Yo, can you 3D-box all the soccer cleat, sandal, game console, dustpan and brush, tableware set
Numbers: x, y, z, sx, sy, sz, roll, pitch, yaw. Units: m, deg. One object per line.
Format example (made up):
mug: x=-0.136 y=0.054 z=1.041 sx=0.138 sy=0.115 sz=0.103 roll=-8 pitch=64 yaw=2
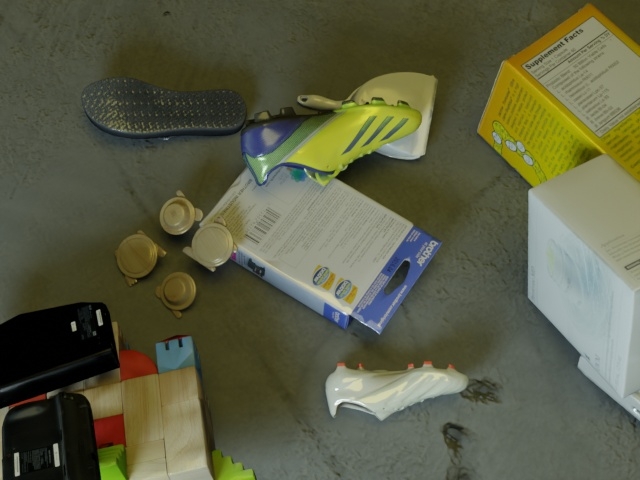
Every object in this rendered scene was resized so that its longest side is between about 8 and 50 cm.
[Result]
soccer cleat: x=0.020 y=-0.142 z=1.544 sx=0.289 sy=0.093 sz=0.121 roll=-10 pitch=87 yaw=-22
soccer cleat: x=0.105 y=0.209 z=1.421 sx=0.196 sy=0.068 sz=0.076 roll=-1 pitch=66 yaw=3
sandal: x=-0.244 y=-0.194 z=1.620 sx=0.254 sy=0.054 sz=0.097 roll=5 pitch=68 yaw=-13
game console: x=-0.336 y=0.207 z=1.219 sx=0.213 sy=0.044 sz=0.361 roll=-19 pitch=38 yaw=-5
dustpan and brush: x=0.069 y=-0.211 z=1.654 sx=0.211 sy=0.060 sz=0.147 roll=13 pitch=74 yaw=-5
tableware set: x=-0.207 y=0.016 z=1.487 sx=0.141 sy=0.020 sz=0.168 roll=44 pitch=94 yaw=18

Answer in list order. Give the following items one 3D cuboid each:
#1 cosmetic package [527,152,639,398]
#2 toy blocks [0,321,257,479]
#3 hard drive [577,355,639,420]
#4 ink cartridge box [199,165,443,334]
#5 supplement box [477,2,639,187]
cosmetic package: x=0.396 y=0.047 z=1.403 sx=0.138 sy=0.224 sz=0.224 roll=-24 pitch=46 yaw=-12
toy blocks: x=-0.288 y=0.227 z=1.327 sx=0.381 sy=0.191 sz=0.261 roll=-12 pitch=50 yaw=-1
hard drive: x=0.574 y=0.142 z=1.481 sx=0.353 sy=0.047 sz=0.233 roll=-36 pitch=58 yaw=-21
ink cartridge box: x=0.000 y=0.000 z=1.523 sx=0.311 sy=0.065 sz=0.186 roll=30 pitch=63 yaw=14
supplement box: x=0.440 y=-0.145 z=1.564 sx=0.194 sy=0.195 sz=0.356 roll=-35 pitch=70 yaw=-21
